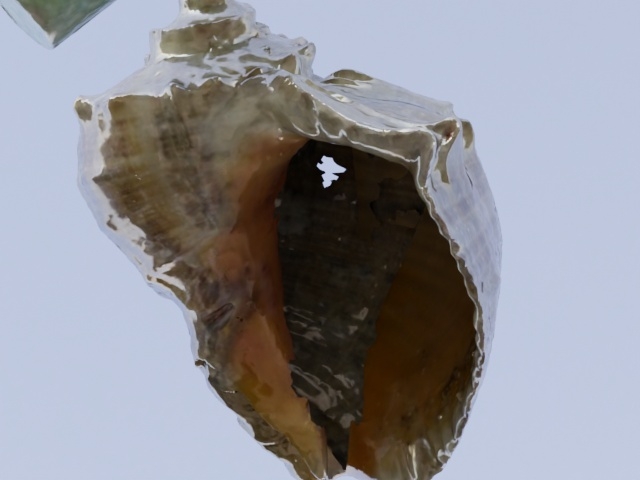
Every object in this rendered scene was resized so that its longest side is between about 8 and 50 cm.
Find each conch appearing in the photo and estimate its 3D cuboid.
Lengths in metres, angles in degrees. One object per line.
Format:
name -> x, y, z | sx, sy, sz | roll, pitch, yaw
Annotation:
conch -> 0.010, -0.011, 1.261 | 0.297, 0.210, 0.352 | -1, -54, 46

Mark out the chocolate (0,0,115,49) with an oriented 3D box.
chocolate -> -0.077, -0.232, 1.172 | 0.291, 0.110, 0.110 | -46, -77, -10
